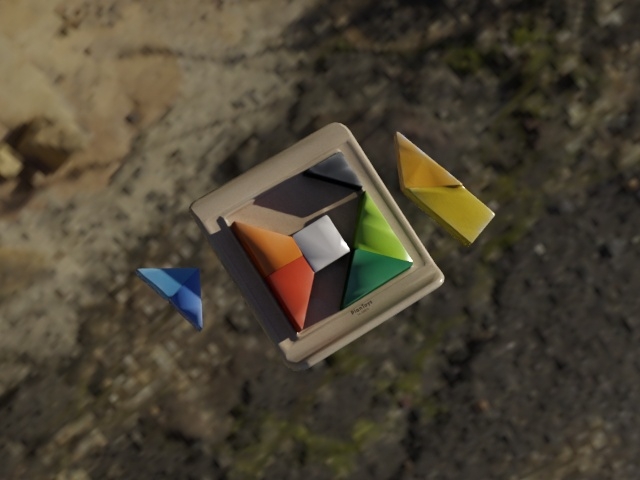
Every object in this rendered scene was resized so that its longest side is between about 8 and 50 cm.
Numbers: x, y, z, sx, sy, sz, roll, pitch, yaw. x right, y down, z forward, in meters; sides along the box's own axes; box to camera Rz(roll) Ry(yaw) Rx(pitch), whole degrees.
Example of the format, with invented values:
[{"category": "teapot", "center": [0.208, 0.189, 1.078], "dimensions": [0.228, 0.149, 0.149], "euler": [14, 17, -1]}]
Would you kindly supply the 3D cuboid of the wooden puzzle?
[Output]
[{"category": "wooden puzzle", "center": [0.000, 0.000, 0.685], "dimensions": [0.116, 0.014, 0.078], "euler": [-38, 83, -19]}]
